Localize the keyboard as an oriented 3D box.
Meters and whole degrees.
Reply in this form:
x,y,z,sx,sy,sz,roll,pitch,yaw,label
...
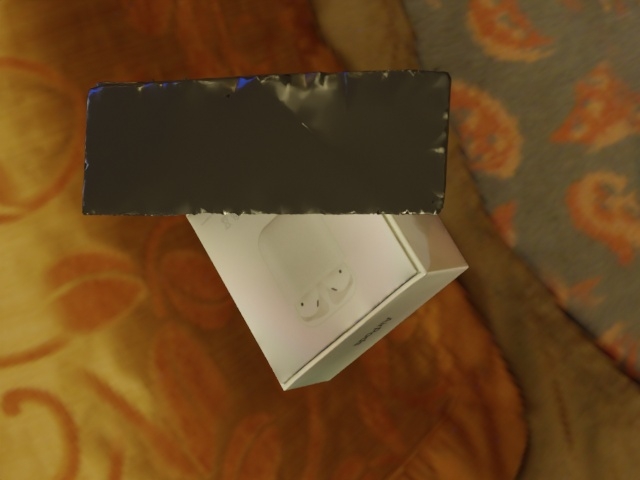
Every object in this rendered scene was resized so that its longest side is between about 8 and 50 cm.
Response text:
x,y,z,sx,sy,sz,roll,pitch,yaw,label
-0.030,-0.048,0.887,0.197,0.015,0.074,-1,85,19,keyboard

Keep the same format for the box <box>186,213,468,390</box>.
x,y,z,sx,sy,sz,roll,pitch,yaw,label
0.000,0.000,1.040,0.130,0.051,0.129,-42,70,33,box
